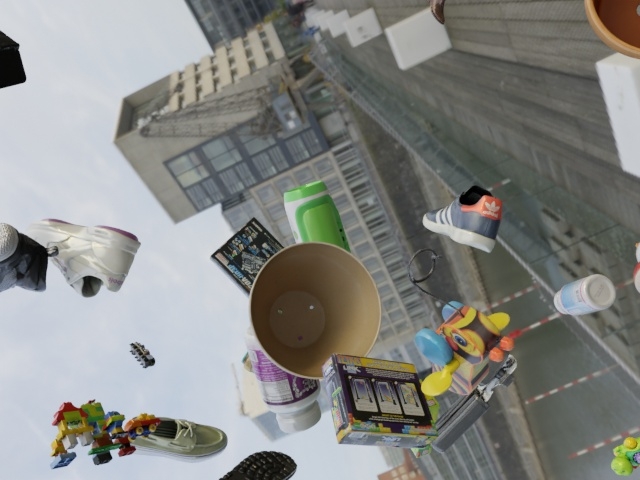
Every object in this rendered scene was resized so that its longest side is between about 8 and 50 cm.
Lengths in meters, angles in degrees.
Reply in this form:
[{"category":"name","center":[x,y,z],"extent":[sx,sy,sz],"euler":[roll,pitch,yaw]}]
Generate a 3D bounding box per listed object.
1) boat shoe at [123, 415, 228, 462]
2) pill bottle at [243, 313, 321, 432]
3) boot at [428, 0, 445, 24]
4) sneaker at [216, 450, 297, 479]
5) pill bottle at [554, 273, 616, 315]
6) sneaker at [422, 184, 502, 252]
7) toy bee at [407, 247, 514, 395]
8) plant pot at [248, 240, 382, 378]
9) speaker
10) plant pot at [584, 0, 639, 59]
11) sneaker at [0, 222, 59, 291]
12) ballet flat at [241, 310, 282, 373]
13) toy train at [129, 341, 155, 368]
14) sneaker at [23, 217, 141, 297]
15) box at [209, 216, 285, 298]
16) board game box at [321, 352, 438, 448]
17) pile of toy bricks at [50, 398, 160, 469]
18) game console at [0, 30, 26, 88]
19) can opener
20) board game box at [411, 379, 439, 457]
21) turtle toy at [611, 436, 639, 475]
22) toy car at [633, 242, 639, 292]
[{"category":"boat shoe","center":[-0.401,0.554,1.603],"extent":[0.302,0.094,0.109],"euler":[10,-141,-24]},{"category":"pill bottle","center":[-0.094,0.370,1.589],"extent":[0.169,0.169,0.302],"euler":[-89,-17,-78]},{"category":"boot","center":[0.348,-0.659,1.540],"extent":[0.037,0.114,0.107],"euler":[-13,-101,-46]},{"category":"sneaker","center":[-0.180,0.607,1.355],"extent":[0.107,0.283,0.124],"euler":[28,120,41]},{"category":"pill bottle","center":[0.661,0.142,1.441],"extent":[0.160,0.087,0.087],"euler":[117,131,-73]},{"category":"sneaker","center":[0.378,-0.072,1.492],"extent":[0.350,0.131,0.148],"euler":[-137,65,-76]},{"category":"toy bee","center":[0.232,0.174,0.929],"extent":[0.162,0.195,0.298],"euler":[30,171,44]},{"category":"plant pot","center":[-0.030,0.163,1.258],"extent":[0.284,0.284,0.191],"euler":[66,160,8]},{"category":"speaker","center":[0.000,0.000,1.499],"extent":[0.131,0.131,0.297],"euler":[-84,-24,-80]},{"category":"plant pot","center":[0.680,-0.496,1.157],"extent":[0.291,0.290,0.203],"euler":[66,-164,4]},{"category":"sneaker","center":[-0.640,0.083,1.125],"extent":[0.153,0.268,0.101],"euler":[30,-156,-56]},{"category":"ballet flat","center":[-0.113,0.259,1.757],"extent":[0.123,0.349,0.123],"euler":[25,156,12]},{"category":"toy train","center":[-0.434,0.277,1.393],"extent":[0.158,0.036,0.027],"euler":[13,105,58]},{"category":"sneaker","center":[-0.527,0.037,1.205],"extent":[0.114,0.304,0.152],"euler":[32,-113,-61]},{"category":"box","center":[-0.180,0.068,1.645],"extent":[0.220,0.175,0.051],"euler":[44,161,3]},{"category":"board game box","center":[0.096,0.266,0.945],"extent":[0.170,0.048,0.141],"euler":[14,-142,-26]},{"category":"pile of toy bricks","center":[-0.414,0.339,1.051],"extent":[0.212,0.118,0.105],"euler":[15,-145,-57]},{"category":"game console","center":[-0.658,-0.358,1.122],"extent":[0.107,0.071,0.122],"euler":[37,-146,3]},{"category":"can opener","center":[0.340,0.359,1.321],"extent":[0.095,0.283,0.076],"euler":[41,-173,-7]},{"category":"board game box","center":[0.251,0.455,1.457],"extent":[0.092,0.043,0.182],"euler":[-127,32,-51]},{"category":"turtle toy","center":[0.726,0.495,1.319],"extent":[0.095,0.130,0.066],"euler":[82,165,-54]},{"category":"toy car","center":[0.952,0.050,1.547],"extent":[0.238,0.210,0.219],"euler":[-67,-36,-53]}]
